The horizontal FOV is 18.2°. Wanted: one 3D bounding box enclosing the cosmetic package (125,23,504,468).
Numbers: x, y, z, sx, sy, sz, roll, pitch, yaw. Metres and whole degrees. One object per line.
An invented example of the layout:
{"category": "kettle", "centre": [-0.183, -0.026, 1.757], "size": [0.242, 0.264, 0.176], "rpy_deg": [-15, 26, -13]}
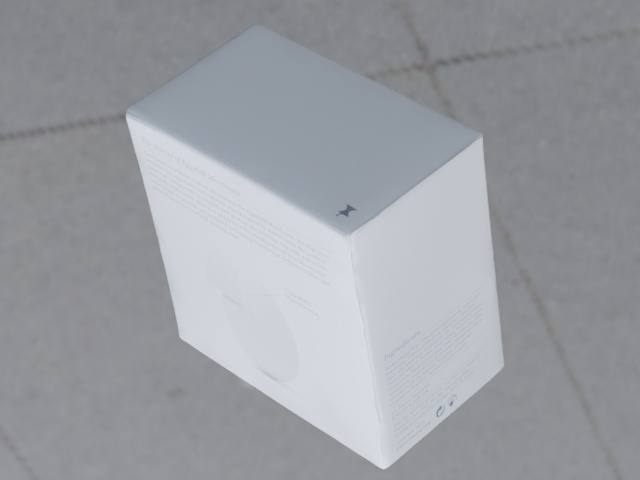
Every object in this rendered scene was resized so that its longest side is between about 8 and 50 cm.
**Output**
{"category": "cosmetic package", "centre": [0.000, 0.000, 1.417], "size": [0.224, 0.138, 0.224], "rpy_deg": [30, 146, 36]}
